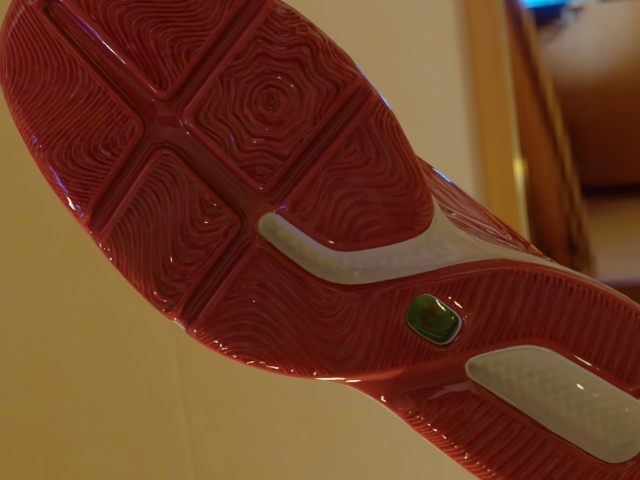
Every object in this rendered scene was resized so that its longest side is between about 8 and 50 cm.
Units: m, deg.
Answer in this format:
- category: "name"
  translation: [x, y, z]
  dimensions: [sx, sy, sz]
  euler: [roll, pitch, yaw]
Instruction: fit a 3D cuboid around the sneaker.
- category: "sneaker"
  translation: [0.000, 0.000, 0.530]
  dimensions: [0.087, 0.221, 0.128]
  euler: [-50, -170, -2]
